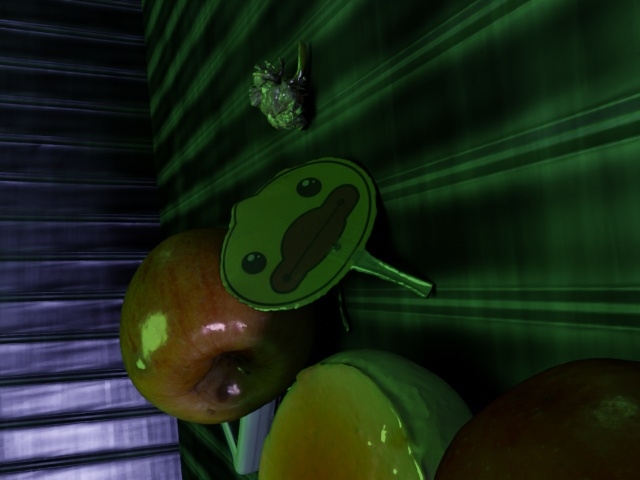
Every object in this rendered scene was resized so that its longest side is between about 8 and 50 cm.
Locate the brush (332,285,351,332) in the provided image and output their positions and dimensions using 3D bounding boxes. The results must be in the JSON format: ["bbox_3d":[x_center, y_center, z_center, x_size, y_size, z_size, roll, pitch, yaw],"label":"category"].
[{"bbox_3d":[0.029,0.091,0.905,0.024,0.008,0.083,125,136,-51],"label":"brush"}]

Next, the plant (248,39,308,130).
[{"bbox_3d":[-0.044,-0.234,0.976,0.116,0.104,0.122,45,110,6],"label":"plant"}]

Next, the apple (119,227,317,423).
[{"bbox_3d":[-0.154,0.113,0.975,0.275,0.298,0.299,-111,28,-42],"label":"apple"}]

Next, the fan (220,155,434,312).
[{"bbox_3d":[0.000,0.000,0.791,0.335,0.011,0.230,23,73,38],"label":"fan"}]

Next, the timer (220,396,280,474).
[{"bbox_3d":[-0.142,0.310,1.257,0.178,0.078,0.254,-125,37,-48],"label":"timer"}]

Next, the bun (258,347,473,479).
[{"bbox_3d":[0.068,0.255,0.645,0.299,0.164,0.299,-15,70,51],"label":"bun"}]

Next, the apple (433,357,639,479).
[{"bbox_3d":[0.166,0.177,0.334,0.201,0.218,0.218,-126,38,-65],"label":"apple"}]
